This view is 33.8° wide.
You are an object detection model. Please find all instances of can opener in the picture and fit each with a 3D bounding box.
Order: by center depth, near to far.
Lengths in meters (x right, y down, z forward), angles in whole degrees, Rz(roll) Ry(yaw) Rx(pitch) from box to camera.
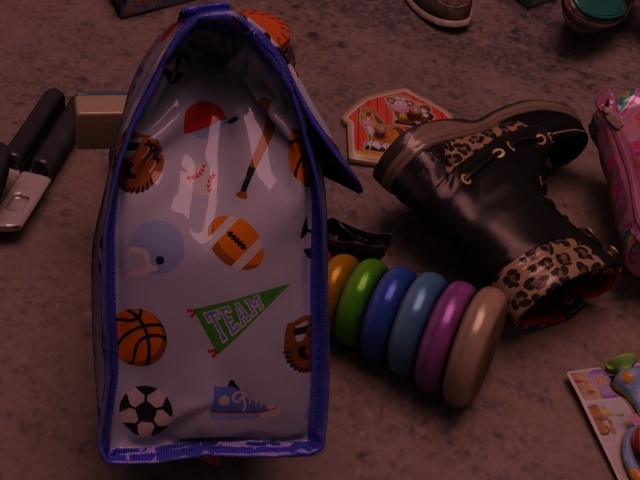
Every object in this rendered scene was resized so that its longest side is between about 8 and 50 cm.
[{"bbox_3d":[-0.369,-0.119,1.343,0.076,0.095,0.283,14,43,1],"label":"can opener"}]

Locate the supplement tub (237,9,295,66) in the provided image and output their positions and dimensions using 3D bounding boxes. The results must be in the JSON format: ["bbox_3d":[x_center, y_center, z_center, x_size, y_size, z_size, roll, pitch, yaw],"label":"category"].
[{"bbox_3d":[-0.098,-0.207,1.427,0.117,0.190,0.117,6,43,-6],"label":"supplement tub"}]

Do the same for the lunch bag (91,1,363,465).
[{"bbox_3d":[-0.099,-0.027,1.006,0.239,0.385,0.328,-2,10,-9],"label":"lunch bag"}]

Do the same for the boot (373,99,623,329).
[{"bbox_3d":[0.281,-0.041,1.376,0.377,0.138,0.284,-10,54,-42],"label":"boot"}]

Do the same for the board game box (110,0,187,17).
[{"bbox_3d":[-0.269,-0.454,1.751,0.194,0.060,0.194,-11,47,-25],"label":"board game box"}]

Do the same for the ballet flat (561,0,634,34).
[{"bbox_3d":[0.490,-0.417,1.848,0.316,0.106,0.107,-33,83,-42],"label":"ballet flat"}]

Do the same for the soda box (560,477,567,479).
[{"bbox_3d":[0.150,0.337,0.973,0.286,0.091,0.098,-23,54,-31],"label":"soda box"}]

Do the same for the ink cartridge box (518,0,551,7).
[{"bbox_3d":[0.352,-0.546,1.921,0.087,0.153,0.208,-24,52,-31],"label":"ink cartridge box"}]

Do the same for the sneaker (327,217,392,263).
[{"bbox_3d":[-0.001,0.001,1.299,0.170,0.089,0.051,23,40,11],"label":"sneaker"}]

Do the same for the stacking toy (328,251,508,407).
[{"bbox_3d":[0.039,0.072,1.216,0.330,0.141,0.141,19,43,16],"label":"stacking toy"}]

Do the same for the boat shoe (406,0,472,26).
[{"bbox_3d":[0.201,-0.498,1.875,0.117,0.096,0.324,0,44,-13],"label":"boat shoe"}]

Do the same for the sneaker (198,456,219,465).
[{"bbox_3d":[-0.134,0.196,1.085,0.161,0.057,0.075,-4,40,-20],"label":"sneaker"}]

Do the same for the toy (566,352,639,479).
[{"bbox_3d":[0.386,0.222,1.176,0.137,0.056,0.237,-4,45,-16],"label":"toy"}]

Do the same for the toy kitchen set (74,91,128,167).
[{"bbox_3d":[-0.245,-0.123,1.292,0.122,0.207,0.166,-3,44,-17],"label":"toy kitchen set"}]

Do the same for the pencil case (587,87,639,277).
[{"bbox_3d":[0.431,-0.081,1.395,0.124,0.124,0.284,6,47,-6],"label":"pencil case"}]

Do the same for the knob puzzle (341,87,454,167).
[{"bbox_3d":[0.128,-0.174,1.561,0.213,0.030,0.213,6,43,-6],"label":"knob puzzle"}]
